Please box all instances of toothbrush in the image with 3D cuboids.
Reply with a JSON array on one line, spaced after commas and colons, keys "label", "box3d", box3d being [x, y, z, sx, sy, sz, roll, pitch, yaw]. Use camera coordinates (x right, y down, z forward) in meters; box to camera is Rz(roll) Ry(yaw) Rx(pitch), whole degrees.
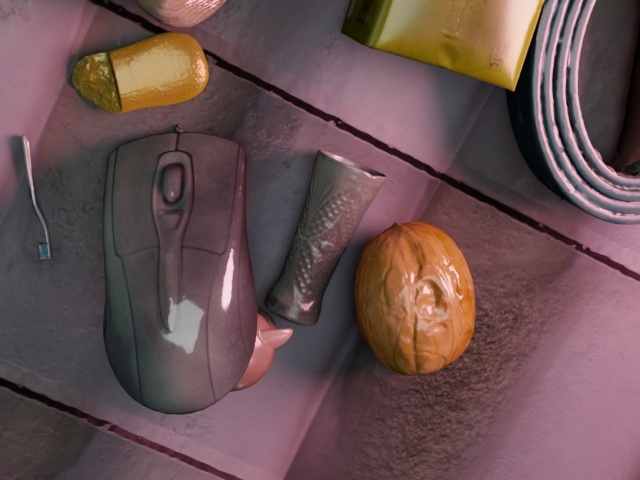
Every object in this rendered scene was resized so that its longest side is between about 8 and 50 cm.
[{"label": "toothbrush", "box3d": [-0.360, -0.054, 1.351, 0.017, 0.014, 0.162, -11, 102, -26]}]

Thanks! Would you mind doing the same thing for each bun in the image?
[{"label": "bun", "box3d": [-0.155, -0.343, 1.265, 0.113, 0.173, 0.166, 44, 127, 12]}]

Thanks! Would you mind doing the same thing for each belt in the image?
[{"label": "belt", "box3d": [0.400, -0.242, 1.358, 0.300, 0.173, 0.436, 7, 99, -8]}]

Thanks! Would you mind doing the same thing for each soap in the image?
[{"label": "soap", "box3d": [-0.225, -0.205, 1.334, 0.169, 0.033, 0.089, -18, 100, -5]}]

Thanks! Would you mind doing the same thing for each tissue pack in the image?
[{"label": "tissue pack", "box3d": [0.168, -0.348, 1.288, 0.200, 0.167, 0.274, 13, 105, -18]}]

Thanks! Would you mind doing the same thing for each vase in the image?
[{"label": "vase", "box3d": [0.000, 0.000, 1.381, 0.096, 0.096, 0.219, 21, 100, -12]}]

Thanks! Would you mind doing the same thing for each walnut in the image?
[{"label": "walnut", "box3d": [0.122, 0.075, 1.383, 0.159, 0.159, 0.206, -14, 103, -6]}]

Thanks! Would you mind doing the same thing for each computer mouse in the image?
[{"label": "computer mouse", "box3d": [-0.173, 0.019, 1.285, 0.188, 0.122, 0.370, -2, 72, -2]}]

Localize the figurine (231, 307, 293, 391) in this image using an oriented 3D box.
[{"label": "figurine", "box3d": [-0.117, 0.135, 1.374, 0.138, 0.125, 0.125, 3, 100, -20]}]
